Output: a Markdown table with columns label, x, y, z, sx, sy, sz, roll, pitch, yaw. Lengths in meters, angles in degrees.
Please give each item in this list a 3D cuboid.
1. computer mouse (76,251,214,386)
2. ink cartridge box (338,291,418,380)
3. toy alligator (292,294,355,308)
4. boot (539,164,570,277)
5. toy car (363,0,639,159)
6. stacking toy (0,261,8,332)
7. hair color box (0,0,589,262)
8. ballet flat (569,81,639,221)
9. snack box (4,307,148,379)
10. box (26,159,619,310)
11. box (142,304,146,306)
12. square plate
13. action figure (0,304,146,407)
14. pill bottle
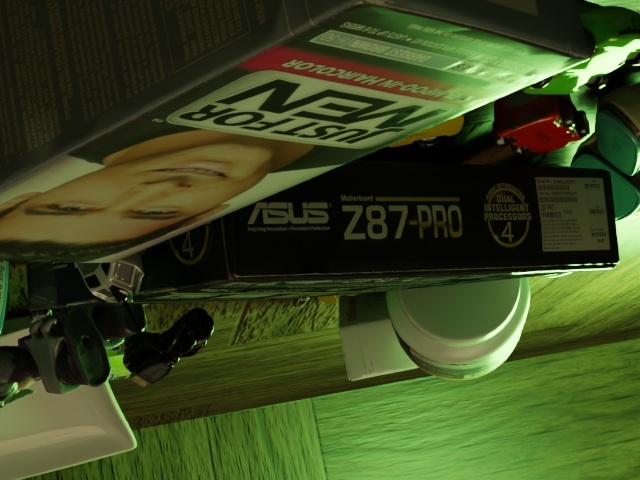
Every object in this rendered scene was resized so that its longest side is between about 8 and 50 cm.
| label | x | y | z | sx | sy | sz | roll | pitch | yaw |
| --- | --- | --- | --- | --- | --- | --- | --- | --- | --- |
| computer mouse | -0.142 | 0.006 | 0.930 | 0.042 | 0.193 | 0.106 | -23 | 169 | -35 |
| ink cartridge box | 0.122 | 0.110 | 1.746 | 0.190 | 0.082 | 0.139 | -11 | -165 | 3 |
| toy alligator | 0.006 | 0.038 | 1.516 | 0.051 | 0.056 | 0.189 | 41 | 146 | -18 |
| boot | 0.244 | -0.019 | 1.347 | 0.123 | 0.095 | 0.258 | -14 | 168 | 42 |
| toy car | 0.144 | -0.116 | 0.929 | 0.239 | 0.053 | 0.225 | -4 | 165 | -33 |
| stacking toy | -0.328 | -0.018 | 0.798 | 0.165 | 0.175 | 0.302 | -9 | 155 | 13 |
| hair color box | -0.071 | -0.090 | 0.713 | 0.374 | 0.114 | 0.185 | -20 | 165 | 38 |
| ballet flat | 0.275 | -0.082 | 1.155 | 0.086 | 0.086 | 0.248 | -11 | 166 | -1 |
| snack box | -0.318 | 0.135 | 1.600 | 0.207 | 0.070 | 0.174 | -6 | 165 | -14 |
| box | 0.000 | 0.000 | 1.106 | 0.394 | 0.097 | 0.318 | -2 | 174 | -37 |
| box | -0.182 | 0.030 | 1.276 | 0.054 | 0.059 | 0.169 | -2 | 164 | -37 |
| square plate | -0.404 | 0.191 | 1.493 | 0.344 | 0.049 | 0.347 | -13 | 148 | -5 |
| action figure | -0.289 | 0.110 | 1.251 | 0.285 | 0.099 | 0.185 | -23 | -174 | 36 |
| pill bottle | 0.158 | 0.070 | 1.528 | 0.162 | 0.162 | 0.278 | -12 | 167 | 3 |
